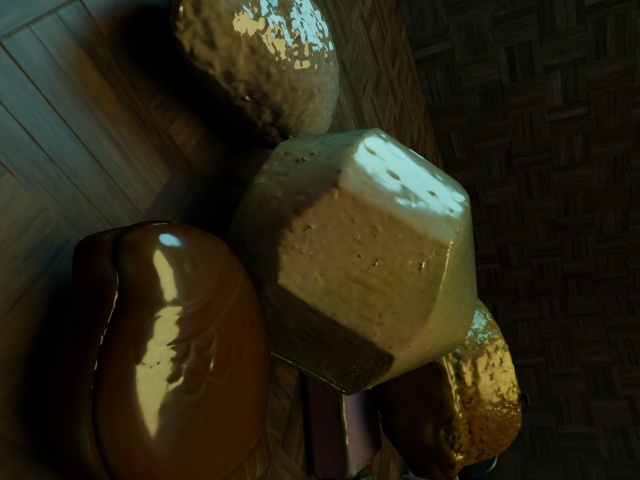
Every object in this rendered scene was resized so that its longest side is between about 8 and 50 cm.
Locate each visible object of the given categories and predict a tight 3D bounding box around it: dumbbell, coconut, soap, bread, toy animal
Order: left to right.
[{"bbox_3d":[-0.071,-0.256,0.641,0.358,0.189,0.226,48,33,-65],"label":"toy animal"},{"bbox_3d":[0.040,0.269,0.826,0.181,0.081,0.259,14,68,-66],"label":"soap"},{"bbox_3d":[0.048,0.033,0.620,0.353,0.353,0.352,-9,90,-66],"label":"coconut"},{"bbox_3d":[0.209,0.258,0.912,0.398,0.216,0.397,170,-90,-81],"label":"bread"},{"bbox_3d":[0.475,0.649,1.508,0.203,0.204,0.322,-69,142,-49],"label":"dumbbell"}]

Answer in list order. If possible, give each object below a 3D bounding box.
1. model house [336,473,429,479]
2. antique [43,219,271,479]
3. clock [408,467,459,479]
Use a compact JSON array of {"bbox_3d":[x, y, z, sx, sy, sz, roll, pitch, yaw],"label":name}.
[{"bbox_3d":[0.163,0.490,0.751,0.202,0.238,0.236,-108,-179,-73],"label":"model house"},{"bbox_3d":[-0.140,0.118,0.421,0.223,0.129,0.277,-40,117,-63],"label":"antique"},{"bbox_3d":[0.320,0.700,1.211,0.265,0.109,0.323,32,42,-66],"label":"clock"}]
